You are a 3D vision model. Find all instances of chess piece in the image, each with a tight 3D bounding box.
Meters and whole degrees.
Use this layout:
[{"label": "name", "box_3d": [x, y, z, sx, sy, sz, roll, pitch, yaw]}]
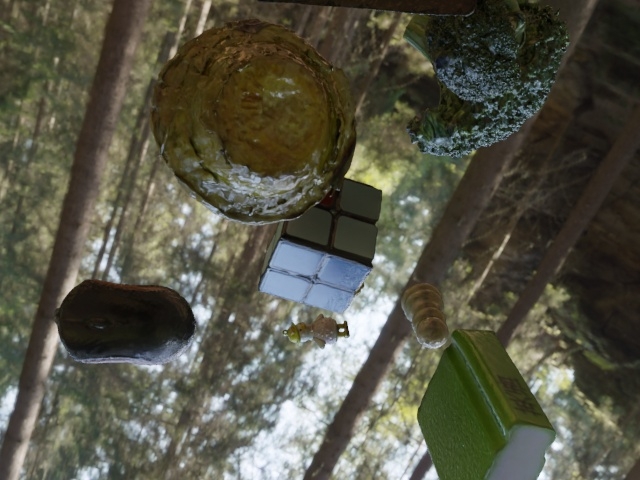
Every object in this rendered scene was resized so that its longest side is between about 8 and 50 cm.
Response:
[{"label": "chess piece", "box_3d": [0.237, 0.169, 1.594, 0.094, 0.094, 0.170, 18, -159, -12]}]

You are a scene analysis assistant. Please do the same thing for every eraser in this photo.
[{"label": "eraser", "box_3d": [0.243, 0.279, 1.114, 0.092, 0.210, 0.274, 14, -158, -10]}]

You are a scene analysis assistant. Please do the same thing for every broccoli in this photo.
[{"label": "broccoli", "box_3d": [0.306, -0.317, 1.439, 0.302, 0.375, 0.249, 37, 176, 32]}, {"label": "broccoli", "box_3d": [0.195, -0.256, 0.916, 0.138, 0.162, 0.145, -33, -163, -24]}]

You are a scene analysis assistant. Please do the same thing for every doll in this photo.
[{"label": "doll", "box_3d": [-0.014, 0.280, 2.243, 0.207, 0.081, 0.129, -3, -131, -2]}]

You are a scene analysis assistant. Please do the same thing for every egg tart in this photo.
[{"label": "egg tart", "box_3d": [-0.077, -0.161, 0.978, 0.294, 0.295, 0.116, 14, 176, -20]}]

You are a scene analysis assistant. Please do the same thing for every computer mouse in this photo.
[{"label": "computer mouse", "box_3d": [-0.419, 0.184, 1.615, 0.323, 0.183, 0.116, 8, 172, -35]}]

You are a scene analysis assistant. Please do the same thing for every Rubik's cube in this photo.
[{"label": "Rubik's cube", "box_3d": [-0.001, 0.000, 1.290, 0.167, 0.183, 0.180, 17, -127, -9]}]

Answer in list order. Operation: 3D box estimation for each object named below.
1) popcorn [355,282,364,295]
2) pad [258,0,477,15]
[{"label": "popcorn", "box_3d": [0.039, 0.096, 2.067, 0.197, 0.197, 0.155, 43, 180, 37]}, {"label": "pad", "box_3d": [0.081, -0.360, 0.698, 0.220, 0.330, 0.004, 13, 165, 23]}]
